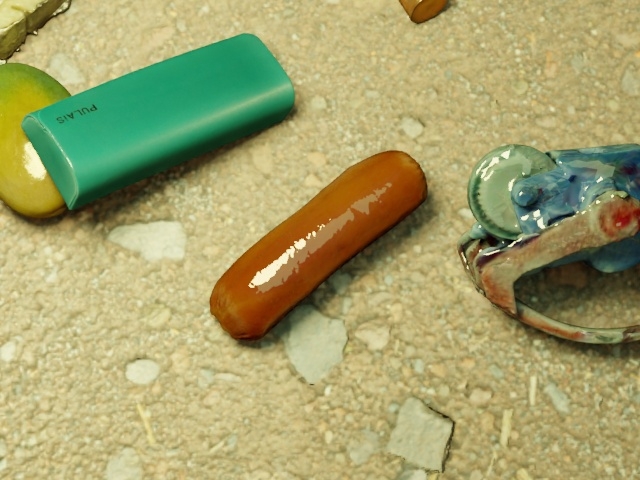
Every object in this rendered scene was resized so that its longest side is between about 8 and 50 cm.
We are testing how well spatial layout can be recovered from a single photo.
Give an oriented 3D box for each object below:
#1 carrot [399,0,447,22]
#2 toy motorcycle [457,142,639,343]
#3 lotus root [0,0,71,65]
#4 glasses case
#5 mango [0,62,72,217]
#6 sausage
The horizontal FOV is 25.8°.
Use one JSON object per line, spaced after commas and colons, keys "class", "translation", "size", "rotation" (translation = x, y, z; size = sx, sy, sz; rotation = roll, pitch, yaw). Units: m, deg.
{"class": "carrot", "translation": [0.075, -0.371, 1.720], "size": [0.057, 0.057, 0.224], "rotation": [-30, 77, -12]}
{"class": "toy motorcycle", "translation": [0.320, -0.007, 1.610], "size": [0.319, 0.241, 0.182], "rotation": [-6, 36, -2]}
{"class": "lotus root", "translation": [-0.355, -0.336, 1.655], "size": [0.170, 0.074, 0.260], "rotation": [32, 74, 6]}
{"class": "glasses case", "translation": [-0.177, -0.147, 1.577], "size": [0.301, 0.070, 0.117], "rotation": [-27, 79, -30]}
{"class": "mango", "translation": [-0.332, -0.118, 1.594], "size": [0.130, 0.092, 0.194], "rotation": [-27, 71, -10]}
{"class": "sausage", "translation": [0.000, 0.000, 1.596], "size": [0.300, 0.083, 0.089], "rotation": [-40, 95, -13]}
